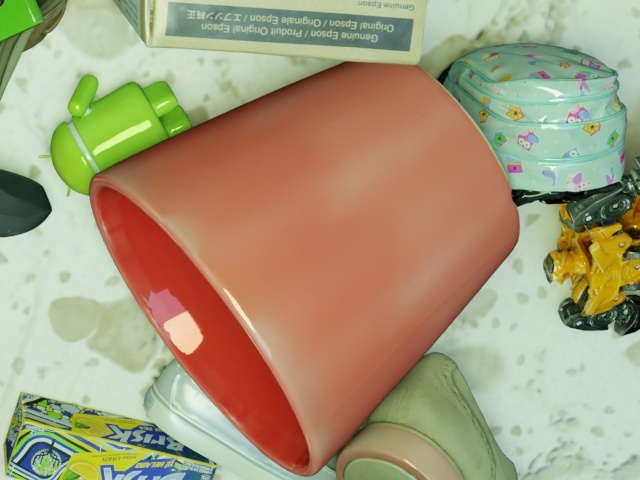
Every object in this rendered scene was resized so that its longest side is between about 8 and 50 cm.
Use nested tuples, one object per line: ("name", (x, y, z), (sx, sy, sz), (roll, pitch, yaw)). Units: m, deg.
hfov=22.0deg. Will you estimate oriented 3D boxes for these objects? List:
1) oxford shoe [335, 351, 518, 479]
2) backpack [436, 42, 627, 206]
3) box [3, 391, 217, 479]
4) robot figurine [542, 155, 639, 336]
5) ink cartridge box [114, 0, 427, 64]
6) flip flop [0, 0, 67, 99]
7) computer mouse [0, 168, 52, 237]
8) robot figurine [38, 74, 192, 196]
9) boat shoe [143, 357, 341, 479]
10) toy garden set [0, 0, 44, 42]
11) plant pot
("oxford shoe", (0.141, 0.269, 1.440), (0.146, 0.140, 0.397), (-57, 141, -37))
("backpack", (0.168, -0.095, 1.297), (0.151, 0.182, 0.115), (-13, 111, -9))
("box", (-0.176, 0.180, 1.370), (0.168, 0.059, 0.054), (15, 106, -18))
("robot figurine", (0.321, -0.021, 1.393), (0.291, 0.085, 0.211), (-15, 139, -9))
("ink cartridge box", (-0.045, -0.193, 1.182), (0.193, 0.235, 0.088), (1, 107, -14))
("flip flop", (-0.238, -0.176, 1.226), (0.112, 0.080, 0.277), (36, 114, 7))
("computer mouse", (-0.312, -0.041, 1.232), (0.242, 0.071, 0.041), (14, 70, -33))
("robot figurine", (-0.160, -0.079, 1.283), (0.115, 0.067, 0.101), (-31, 124, -2))
("boat shoe", (-0.036, 0.161, 1.388), (0.227, 0.079, 0.081), (29, 104, -18))
("toy garden set", (-0.332, -0.205, 1.179), (0.244, 0.049, 0.204), (-21, 97, 21))
("plant pot", (0.000, 0.000, 1.251), (0.243, 0.275, 0.275), (-36, 114, -18))
